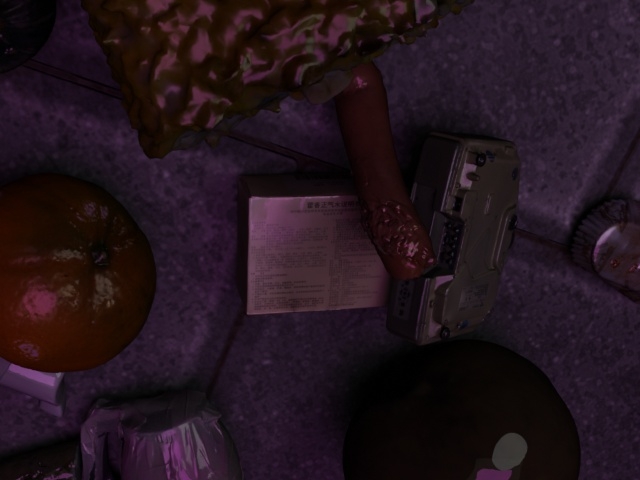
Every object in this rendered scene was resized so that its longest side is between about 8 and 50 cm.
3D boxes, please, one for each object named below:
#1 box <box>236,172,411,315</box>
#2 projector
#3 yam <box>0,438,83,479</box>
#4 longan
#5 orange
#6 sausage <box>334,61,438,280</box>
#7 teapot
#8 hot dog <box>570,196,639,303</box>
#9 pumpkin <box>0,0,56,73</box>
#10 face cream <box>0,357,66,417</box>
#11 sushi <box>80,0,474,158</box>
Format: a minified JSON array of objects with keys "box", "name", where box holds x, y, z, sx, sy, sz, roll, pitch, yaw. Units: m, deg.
[{"box":[0.000,0.000,1.069,0.212,0.095,0.168,-2,115,-14],"name":"box"},{"box":[0.187,-0.003,1.073,0.193,0.088,0.269,-5,110,-49],"name":"projector"},{"box":[-0.411,0.333,1.122,0.179,0.078,0.078,-16,115,-11],"name":"yam"},{"box":[0.192,0.291,1.130,0.319,0.319,0.319,-5,114,-12],"name":"longan"},{"box":[-0.296,0.036,0.942,0.171,0.240,0.240,-16,122,34],"name":"orange"},{"box":[0.069,-0.094,0.988,0.078,0.078,0.304,-12,72,-8],"name":"sausage"},{"box":[-0.216,0.291,1.131,0.163,0.221,0.178,-26,112,-46],"name":"teapot"},{"box":[0.495,0.025,1.213,0.268,0.075,0.144,25,100,-18],"name":"hot dog"},{"box":[-0.363,-0.252,0.853,0.167,0.125,0.167,-28,142,-24],"name":"pumpkin"},{"box":[-0.456,0.104,0.977,0.370,0.145,0.145,28,104,-24],"name":"face cream"},{"box":[-0.035,-0.259,0.817,0.396,0.351,0.240,-27,96,3],"name":"sushi"}]
